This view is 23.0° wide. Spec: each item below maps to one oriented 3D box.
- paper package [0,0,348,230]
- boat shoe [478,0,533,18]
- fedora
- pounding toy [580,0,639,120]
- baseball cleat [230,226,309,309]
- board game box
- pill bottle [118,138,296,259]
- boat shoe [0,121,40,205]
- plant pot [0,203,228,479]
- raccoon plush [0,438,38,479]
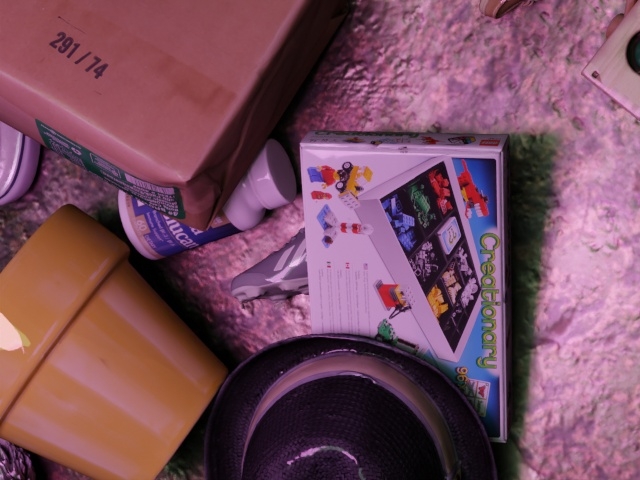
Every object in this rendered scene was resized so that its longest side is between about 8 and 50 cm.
[{"bbox_3d":[-0.178,-0.222,1.523,0.325,0.168,0.309,29,78,10],"label":"paper package"},{"bbox_3d":[0.219,-0.260,1.502,0.153,0.056,0.048,-39,75,11],"label":"boat shoe"},{"bbox_3d":[0.012,0.261,1.513,0.334,0.152,0.334,6,115,14],"label":"fedora"},{"bbox_3d":[0.299,-0.189,1.429,0.100,0.141,0.130,41,106,14],"label":"pounding toy"},{"bbox_3d":[0.000,0.000,1.602,0.206,0.072,0.109,-15,75,16],"label":"baseball cleat"},{"bbox_3d":[0.086,0.046,1.515,0.193,0.053,0.305,3,113,14],"label":"board game box"},{"bbox_3d":[-0.114,-0.047,1.617,0.169,0.094,0.094,-18,87,20],"label":"pill bottle"},{"bbox_3d":[-0.408,-0.214,1.682,0.136,0.156,0.367,-11,89,21],"label":"boat shoe"},{"bbox_3d":[-0.234,0.129,1.608,0.239,0.254,0.254,35,105,-2],"label":"plant pot"},{"bbox_3d":[-0.208,0.353,1.632,0.299,0.216,0.446,-22,85,12],"label":"raccoon plush"}]
